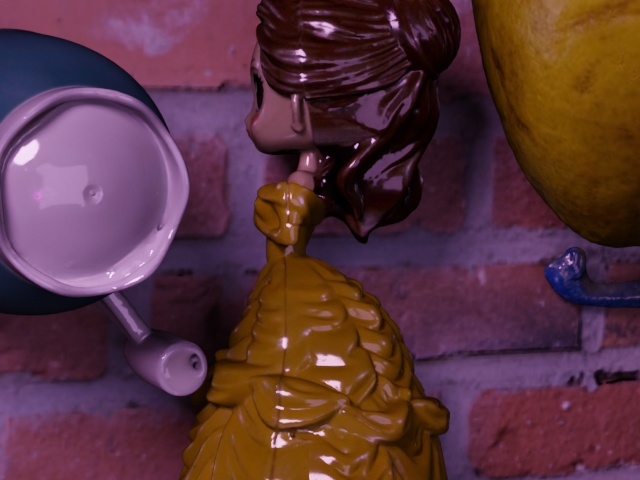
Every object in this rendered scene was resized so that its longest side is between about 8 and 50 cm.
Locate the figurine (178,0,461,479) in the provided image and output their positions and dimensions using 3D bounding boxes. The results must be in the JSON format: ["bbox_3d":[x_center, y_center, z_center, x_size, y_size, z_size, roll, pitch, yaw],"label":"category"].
[{"bbox_3d":[-0.004,0.000,1.154,0.187,0.168,0.315,4,86,-54],"label":"figurine"}]

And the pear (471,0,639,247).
[{"bbox_3d":[0.211,-0.156,1.172,0.269,0.269,0.321,0,109,-26],"label":"pear"}]

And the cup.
[{"bbox_3d":[-0.152,-0.034,1.054,0.167,0.173,0.299,-41,112,-17],"label":"cup"}]

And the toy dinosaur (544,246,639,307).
[{"bbox_3d":[0.275,0.079,1.353,0.188,0.075,0.247,-27,114,-10],"label":"toy dinosaur"}]
